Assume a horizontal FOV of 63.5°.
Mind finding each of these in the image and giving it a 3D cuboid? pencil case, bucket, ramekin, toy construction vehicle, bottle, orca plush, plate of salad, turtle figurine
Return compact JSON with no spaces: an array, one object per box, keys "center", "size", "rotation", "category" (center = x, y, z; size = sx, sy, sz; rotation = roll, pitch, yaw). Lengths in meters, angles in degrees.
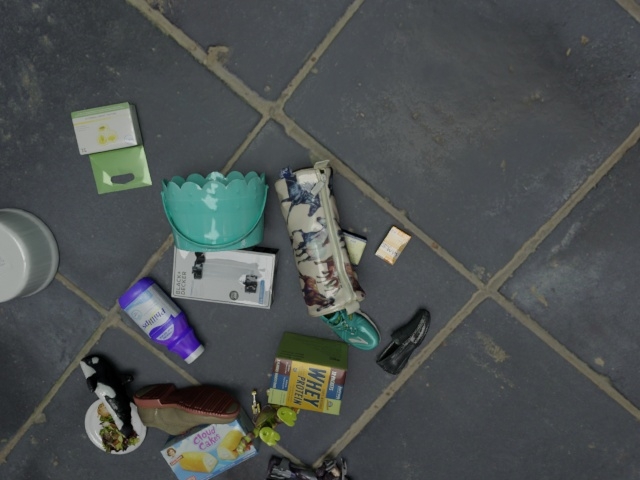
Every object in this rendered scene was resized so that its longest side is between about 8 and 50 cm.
[{"center":[0.000,0.000,1.374],"size":[0.160,0.183,0.409],"rotation":[-12,83,-22],"category":"pencil case"},{"center":[-0.277,-0.083,1.386],"size":[0.282,0.281,0.182],"rotation":[-2,103,4],"category":"bucket"},{"center":[-0.931,0.049,1.507],"size":[0.278,0.135,0.276],"rotation":[1,101,3],"category":"ramekin"},{"center":[-0.168,0.508,1.593],"size":[0.086,0.035,0.098],"rotation":[-3,100,4],"category":"toy construction vehicle"},{"center":[-0.463,0.243,1.534],"size":[0.118,0.092,0.282],"rotation":[-40,95,8],"category":"bottle"},{"center":[-0.609,0.442,1.546],"size":[0.102,0.151,0.287],"rotation":[-37,53,-12],"category":"orca plush"},{"center":[-0.650,0.588,1.630],"size":[0.200,0.048,0.199],"rotation":[0,100,3],"category":"plate of salad"},{"center":[-0.135,0.510,1.476],"size":[0.270,0.217,0.087],"rotation":[-29,84,-23],"category":"turtle figurine"}]

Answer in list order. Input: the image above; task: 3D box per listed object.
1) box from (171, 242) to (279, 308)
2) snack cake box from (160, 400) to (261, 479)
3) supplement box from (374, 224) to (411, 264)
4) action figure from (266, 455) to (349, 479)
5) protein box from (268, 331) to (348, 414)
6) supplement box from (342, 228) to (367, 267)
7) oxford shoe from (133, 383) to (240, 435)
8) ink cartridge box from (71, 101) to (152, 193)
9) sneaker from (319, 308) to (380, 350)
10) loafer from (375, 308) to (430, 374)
[{"center":[-0.275,0.094,1.500],"size":[0.290,0.087,0.169],"rotation":[8,100,2],"category":"box"},{"center":[-0.335,0.632,1.598],"size":[0.265,0.089,0.152],"rotation":[-30,98,8],"category":"snack cake box"},{"center":[0.207,0.012,1.482],"size":[0.062,0.036,0.098],"rotation":[31,101,-2],"category":"supplement box"},{"center":[-0.026,0.754,1.599],"size":[0.286,0.099,0.185],"rotation":[7,95,-1],"category":"action figure"},{"center":[-0.030,0.373,1.476],"size":[0.200,0.201,0.135],"rotation":[10,100,2],"category":"protein box"},{"center":[0.081,0.020,1.481],"size":[0.084,0.056,0.083],"rotation":[21,100,0],"category":"supplement box"},{"center":[-0.394,0.519,1.557],"size":[0.349,0.123,0.130],"rotation":[2,105,22],"category":"oxford shoe"},{"center":[-0.593,-0.260,1.474],"size":[0.171,0.056,0.234],"rotation":[-9,97,4],"category":"ink cartridge box"},{"center":[0.054,0.230,1.493],"size":[0.275,0.110,0.107],"rotation":[39,100,-4],"category":"sneaker"},{"center":[0.243,0.292,1.509],"size":[0.078,0.076,0.223],"rotation":[28,104,-10],"category":"loafer"}]
